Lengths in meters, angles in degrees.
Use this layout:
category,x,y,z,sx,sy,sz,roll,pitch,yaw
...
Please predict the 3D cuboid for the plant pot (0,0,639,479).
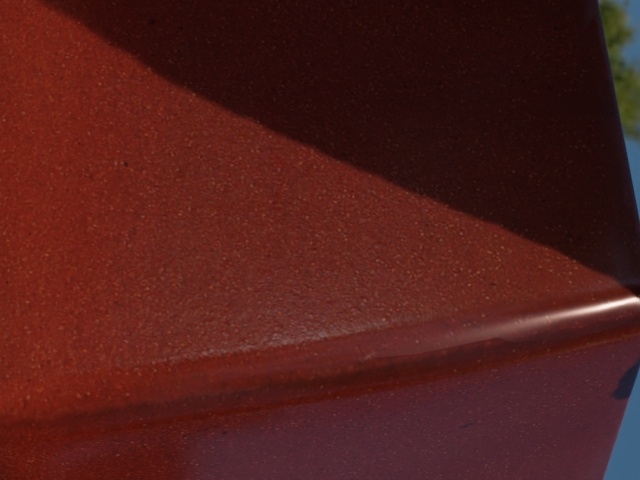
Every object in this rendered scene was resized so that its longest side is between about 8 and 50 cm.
category,x,y,z,sx,sy,sz,roll,pitch,yaw
plant pot,0.000,0.000,0.704,0.267,0.236,0.267,87,-2,-60
